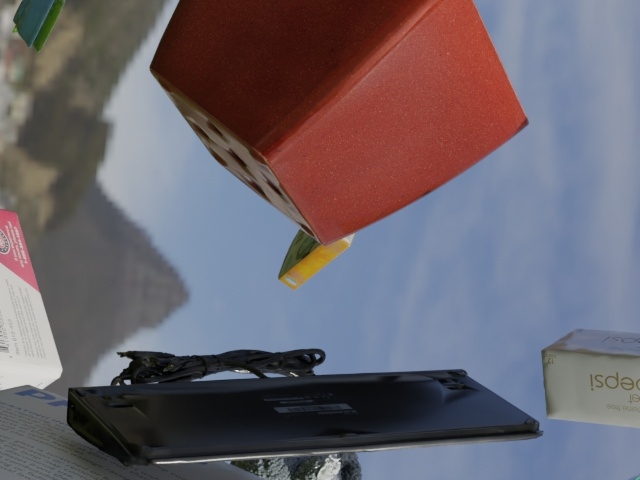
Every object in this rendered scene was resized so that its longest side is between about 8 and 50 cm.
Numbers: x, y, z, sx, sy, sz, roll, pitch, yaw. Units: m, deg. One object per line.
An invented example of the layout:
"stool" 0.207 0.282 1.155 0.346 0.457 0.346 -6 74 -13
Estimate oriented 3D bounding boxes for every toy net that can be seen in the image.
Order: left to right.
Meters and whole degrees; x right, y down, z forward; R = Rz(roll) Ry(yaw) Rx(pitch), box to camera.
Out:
"toy net" -0.286 -0.329 2.227 0.232 0.045 0.122 -62 -170 7

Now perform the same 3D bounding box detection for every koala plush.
"koala plush" -0.050 0.289 2.367 0.221 0.196 0.203 23 64 -77

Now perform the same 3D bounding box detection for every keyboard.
"keyboard" -0.024 0.115 1.359 0.201 0.317 0.033 32 -62 58

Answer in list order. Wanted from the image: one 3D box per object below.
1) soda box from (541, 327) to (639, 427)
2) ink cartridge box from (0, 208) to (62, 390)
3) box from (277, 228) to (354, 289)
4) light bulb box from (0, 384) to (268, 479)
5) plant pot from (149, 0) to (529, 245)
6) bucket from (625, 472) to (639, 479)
"soda box" 0.309 0.126 1.742 0.216 0.074 0.069 2 -75 35
"ink cartridge box" -0.354 0.050 1.664 0.100 0.237 0.172 -35 -118 29
"box" 0.000 0.000 2.202 0.136 0.028 0.081 -42 -160 49
"light bulb box" -0.234 0.306 1.264 0.361 0.225 0.358 -4 112 -68
"plant pot" 0.000 -0.159 1.872 0.267 0.236 0.267 38 -10 34
"bucket" 0.396 0.392 2.232 0.183 0.281 0.281 149 -55 -71
